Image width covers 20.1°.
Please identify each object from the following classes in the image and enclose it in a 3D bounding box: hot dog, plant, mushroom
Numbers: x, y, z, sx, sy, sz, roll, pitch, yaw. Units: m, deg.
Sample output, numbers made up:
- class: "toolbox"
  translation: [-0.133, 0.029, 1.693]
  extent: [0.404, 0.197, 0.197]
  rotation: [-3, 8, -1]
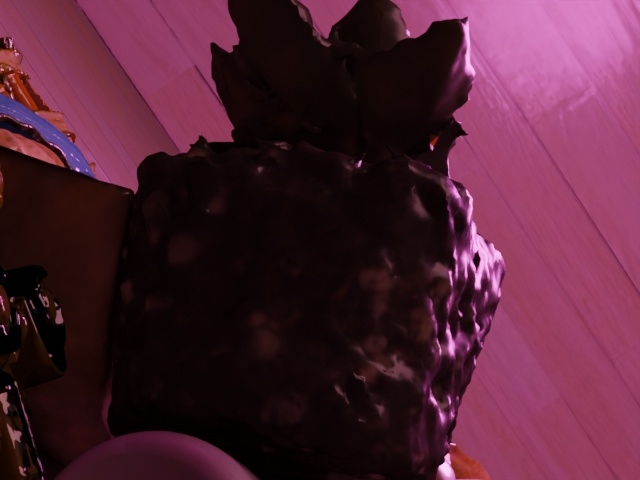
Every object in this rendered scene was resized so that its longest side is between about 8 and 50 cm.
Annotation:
- class: "hot dog"
  translation: [-0.278, -0.107, 1.641]
  extent: [0.269, 0.072, 0.109]
  rotation: [57, 15, 8]
- class: "plant"
  translation: [0.000, 0.000, 1.100]
  extent: [0.213, 0.215, 0.312]
  rotation: [65, 33, -60]
- class: "mushroom"
  translation: [-0.181, 0.049, 1.252]
  extent: [0.292, 0.217, 0.212]
  rotation: [9, 91, -69]

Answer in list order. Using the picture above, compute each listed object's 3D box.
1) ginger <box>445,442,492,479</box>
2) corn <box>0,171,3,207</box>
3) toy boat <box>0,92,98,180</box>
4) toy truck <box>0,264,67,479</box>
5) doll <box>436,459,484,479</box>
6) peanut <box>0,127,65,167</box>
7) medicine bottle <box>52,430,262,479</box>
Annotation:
- class: "ginger"
  translation: [0.086, 0.297, 1.736]
  extent: [0.276, 0.221, 0.130]
  rotation: [18, -13, -29]
- class: "corn"
  translation: [-0.301, -0.125, 1.092]
  extent: [0.363, 0.120, 0.120]
  rotation: [59, 4, 19]
- class: "toy boat"
  translation: [-0.239, -0.050, 1.512]
  extent: [0.185, 0.075, 0.077]
  rotation: [40, 31, -40]
- class: "toy truck"
  translation: [-0.186, 0.078, 0.829]
  extent: [0.257, 0.127, 0.127]
  rotation: [-52, 124, -88]
- class: "doll"
  translation: [0.112, 0.350, 1.552]
  extent: [0.376, 0.187, 0.365]
  rotation: [17, -57, 50]
- class: "peanut"
  translation: [-0.224, -0.015, 1.441]
  extent: [0.193, 0.089, 0.089]
  rotation: [58, 2, -25]
- class: "medicine bottle"
  translation: [-0.059, 0.215, 1.047]
  extent: [0.152, 0.152, 0.254]
  rotation: [58, 3, 30]
